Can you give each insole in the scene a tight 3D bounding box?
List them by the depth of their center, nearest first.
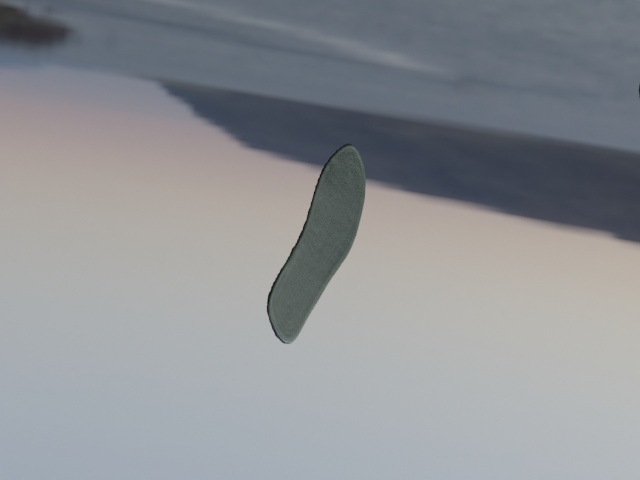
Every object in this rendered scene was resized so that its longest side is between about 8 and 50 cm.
[{"bbox_3d":[0.000,0.000,1.070,0.002,0.053,0.153,-6,-143,31],"label":"insole"}]

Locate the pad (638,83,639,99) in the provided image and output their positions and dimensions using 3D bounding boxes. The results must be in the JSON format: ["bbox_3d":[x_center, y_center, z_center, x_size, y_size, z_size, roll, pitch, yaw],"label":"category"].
[{"bbox_3d":[0.383,-0.137,1.367,0.181,0.267,0.004,49,-179,-8],"label":"pad"}]
